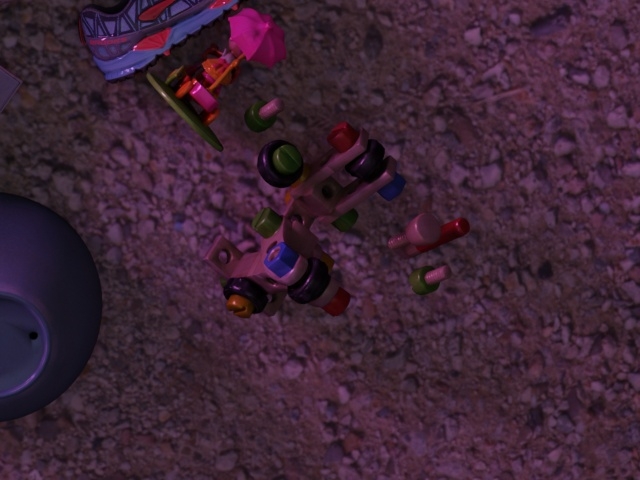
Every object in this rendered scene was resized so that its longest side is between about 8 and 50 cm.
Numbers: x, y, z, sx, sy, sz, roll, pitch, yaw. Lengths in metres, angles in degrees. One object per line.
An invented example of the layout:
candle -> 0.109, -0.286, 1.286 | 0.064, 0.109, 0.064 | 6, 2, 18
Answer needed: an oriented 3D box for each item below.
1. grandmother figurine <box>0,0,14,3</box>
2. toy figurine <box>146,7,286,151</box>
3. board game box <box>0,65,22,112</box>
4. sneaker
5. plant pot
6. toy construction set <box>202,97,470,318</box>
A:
grandmother figurine -> -0.424, -0.437, 1.789 | 0.208, 0.104, 0.342 | -18, 111, 15
toy figurine -> -0.112, -0.212, 1.871 | 0.159, 0.173, 0.130 | -44, 105, 3
board game box -> -0.554, -0.144, 1.755 | 0.319, 0.066, 0.318 | 39, 82, -40
sneaker -> -0.179, -0.306, 1.876 | 0.262, 0.104, 0.125 | -35, 107, -5
plant pot -> -0.400, 0.101, 1.861 | 0.290, 0.195, 0.290 | -3, 103, -14
toy construction set -> 0.000, 0.000, 1.972 | 0.309, 0.237, 0.257 | 14, 67, -31
